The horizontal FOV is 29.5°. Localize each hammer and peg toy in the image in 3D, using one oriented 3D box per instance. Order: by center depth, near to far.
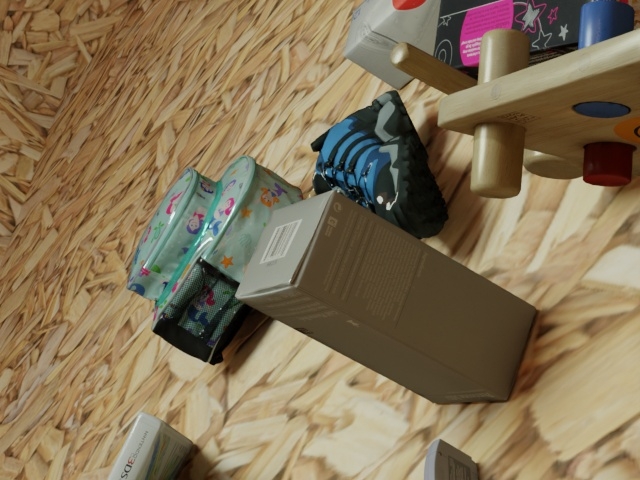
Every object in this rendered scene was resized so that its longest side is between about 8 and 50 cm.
[{"bbox_3d":[0.221,-0.081,0.895,0.361,0.266,0.127,-10,72,60],"label":"hammer and peg toy"}]

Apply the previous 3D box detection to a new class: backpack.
[{"bbox_3d":[-0.138,0.006,1.642,0.253,0.191,0.225,-50,14,12],"label":"backpack"}]

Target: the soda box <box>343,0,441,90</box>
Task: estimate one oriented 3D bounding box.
[{"bbox_3d":[0.153,-0.310,1.519,0.286,0.098,0.091,-35,34,45],"label":"soda box"}]

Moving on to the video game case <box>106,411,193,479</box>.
[{"bbox_3d":[-0.241,0.359,1.436,0.329,0.036,0.300,89,-155,-77],"label":"video game case"}]

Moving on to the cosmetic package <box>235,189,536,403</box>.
[{"bbox_3d":[0.061,0.057,1.096,0.127,0.238,0.107,-19,43,62],"label":"cosmetic package"}]

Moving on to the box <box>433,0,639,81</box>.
[{"bbox_3d":[0.222,-0.219,1.037,0.247,0.142,0.163,2,84,65],"label":"box"}]

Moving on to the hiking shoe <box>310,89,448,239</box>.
[{"bbox_3d":[0.059,-0.063,1.363,0.132,0.113,0.304,-26,21,9],"label":"hiking shoe"}]

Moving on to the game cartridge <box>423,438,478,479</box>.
[{"bbox_3d":[0.112,0.212,1.034,0.017,0.056,0.083,-35,32,31],"label":"game cartridge"}]

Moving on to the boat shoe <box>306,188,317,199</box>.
[{"bbox_3d":[0.000,0.000,1.519,0.073,0.073,0.207,41,107,29],"label":"boat shoe"}]
